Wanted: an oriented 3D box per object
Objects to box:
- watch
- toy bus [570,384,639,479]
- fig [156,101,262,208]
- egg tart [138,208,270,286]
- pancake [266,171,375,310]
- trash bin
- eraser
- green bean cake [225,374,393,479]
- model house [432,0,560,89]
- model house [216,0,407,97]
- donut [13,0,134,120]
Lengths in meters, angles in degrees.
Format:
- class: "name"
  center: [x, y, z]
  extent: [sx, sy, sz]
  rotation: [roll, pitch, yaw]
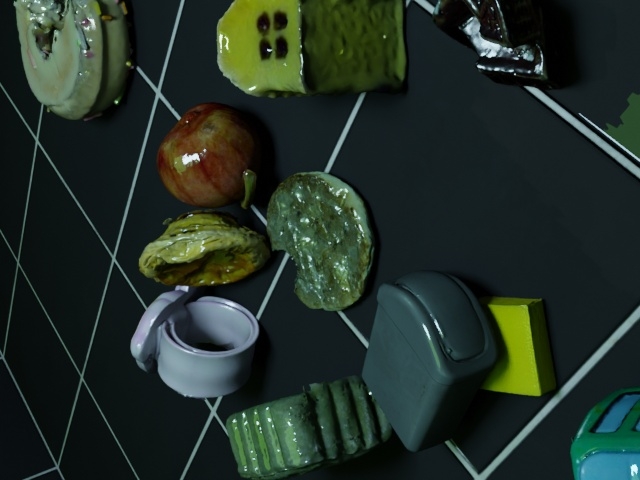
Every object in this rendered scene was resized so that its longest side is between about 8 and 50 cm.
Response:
- class: "watch"
  center: [-0.226, 0.198, 1.375]
  extent: [0.217, 0.248, 0.211]
  rotation: [21, 117, 14]
- class: "toy bus"
  center: [0.417, 0.230, 0.653]
  extent: [0.343, 0.199, 0.183]
  rotation: [-20, 84, 47]
- class: "fig"
  center: [-0.185, -0.138, 1.242]
  extent: [0.205, 0.205, 0.205]
  rotation: [15, 111, 45]
- class: "egg tart"
  center: [-0.211, 0.015, 1.271]
  extent: [0.241, 0.241, 0.106]
  rotation: [-34, 58, 47]
- class: "pancake"
  center: [0.000, 0.000, 1.170]
  extent: [0.254, 0.037, 0.253]
  rotation: [16, 112, 44]
- class: "trash bin"
  center: [0.143, 0.158, 0.967]
  extent: [0.176, 0.101, 0.236]
  rotation: [54, 147, 38]
- class: "eraser"
  center: [0.250, 0.137, 0.923]
  extent: [0.097, 0.045, 0.122]
  rotation: [-5, 96, 50]
- class: "green bean cake"
  center: [-0.007, 0.296, 1.115]
  extent: [0.222, 0.227, 0.125]
  rotation: [-35, 69, 47]
- class: "model house"
  center: [0.210, -0.233, 0.807]
  extent: [0.106, 0.165, 0.152]
  rotation: [-41, 70, 27]
- class: "model house"
  center: [-0.022, -0.294, 1.005]
  extent: [0.234, 0.193, 0.174]
  rotation: [18, 114, 47]
- class: "donut"
  center: [-0.553, -0.428, 1.581]
  extent: [0.371, 0.150, 0.307]
  rotation: [23, 117, 42]
